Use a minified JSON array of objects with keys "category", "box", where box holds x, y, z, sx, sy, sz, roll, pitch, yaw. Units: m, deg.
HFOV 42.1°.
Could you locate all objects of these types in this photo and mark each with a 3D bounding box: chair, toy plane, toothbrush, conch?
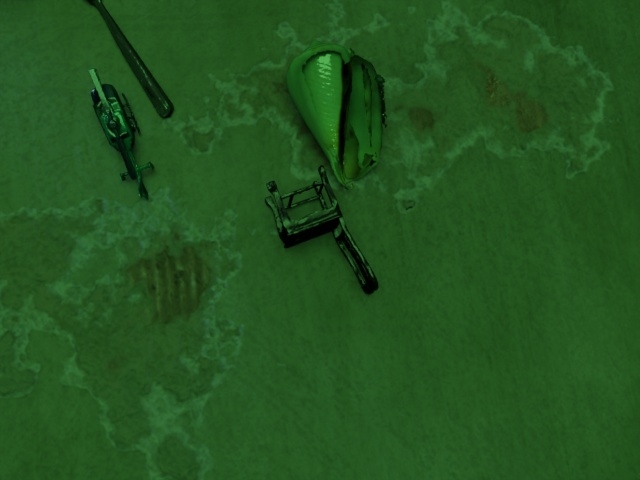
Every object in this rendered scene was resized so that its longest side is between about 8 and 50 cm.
[{"category":"chair","box":[0.000,0.000,1.411,0.113,0.106,0.229,-21,80,-9]},{"category":"toy plane","box":[-0.341,-0.180,1.431,0.060,0.096,0.235,-22,99,-6]},{"category":"toothbrush","box":[-0.350,-0.345,1.495,0.030,0.030,0.297,-35,84,16]},{"category":"conch","box":[0.041,-0.234,1.446,0.144,0.137,0.250,-31,82,-11]}]
